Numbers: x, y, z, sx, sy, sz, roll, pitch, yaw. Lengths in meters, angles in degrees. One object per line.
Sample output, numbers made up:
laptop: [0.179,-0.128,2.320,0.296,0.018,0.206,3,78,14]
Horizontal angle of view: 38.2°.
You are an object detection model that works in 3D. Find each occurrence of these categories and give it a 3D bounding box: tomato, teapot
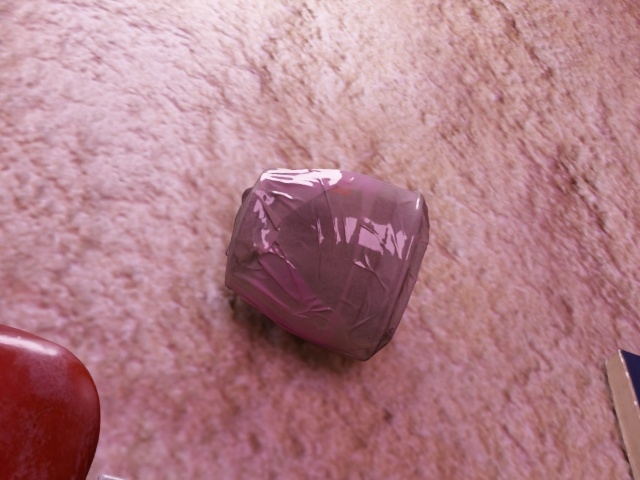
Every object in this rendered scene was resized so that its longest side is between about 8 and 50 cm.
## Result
tomato: [-0.235,0.123,0.605,0.187,0.151,0.187,16,38,-13]
teapot: [0.004,-0.009,0.871,0.178,0.163,0.221,20,42,-2]

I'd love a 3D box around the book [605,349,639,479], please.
book: [0.514,0.287,0.974,0.428,0.039,0.300,17,43,-16]

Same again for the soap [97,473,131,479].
soap: [-0.075,0.248,0.638,0.198,0.066,0.119,19,44,-14]
